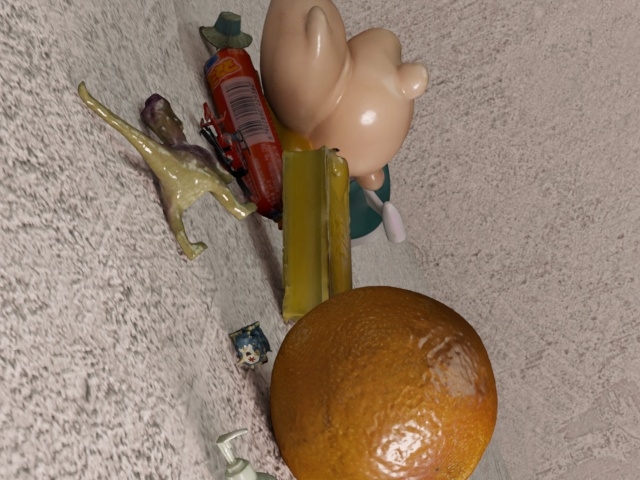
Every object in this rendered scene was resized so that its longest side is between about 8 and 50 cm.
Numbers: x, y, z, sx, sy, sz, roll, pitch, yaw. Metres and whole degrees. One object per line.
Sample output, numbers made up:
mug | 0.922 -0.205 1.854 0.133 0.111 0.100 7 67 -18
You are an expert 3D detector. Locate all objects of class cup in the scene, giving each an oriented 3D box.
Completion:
cup | 0.042 -0.082 2.342 0.299 0.167 0.173 40 -20 41

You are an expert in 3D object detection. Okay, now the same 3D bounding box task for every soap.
soap | -0.002 0.000 1.891 0.135 0.076 0.233 36 54 -72

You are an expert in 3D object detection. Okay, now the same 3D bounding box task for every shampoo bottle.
shampoo bottle | -0.047 0.251 1.272 0.195 0.056 0.056 61 10 -23

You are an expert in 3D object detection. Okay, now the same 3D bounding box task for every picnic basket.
picnic basket | -0.145 -0.307 2.149 0.065 0.083 0.083 -113 -148 -54

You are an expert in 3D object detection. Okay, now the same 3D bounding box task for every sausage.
sausage | -0.092 -0.137 1.962 0.074 0.074 0.274 46 22 -65

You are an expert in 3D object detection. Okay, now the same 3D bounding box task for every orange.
orange | 0.064 0.171 1.532 0.264 0.264 0.264 -24 90 -81

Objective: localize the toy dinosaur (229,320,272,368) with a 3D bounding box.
toy dinosaur | -0.074 0.116 1.543 0.083 0.030 0.047 -21 88 -80

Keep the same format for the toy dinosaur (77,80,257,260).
toy dinosaur | -0.164 -0.080 1.487 0.200 0.072 0.251 56 21 -1

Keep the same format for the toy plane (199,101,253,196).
toy plane | -0.125 -0.125 1.858 0.060 0.037 0.145 -88 158 -48

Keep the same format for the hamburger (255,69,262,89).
hamburger | -0.115 -0.237 2.160 0.083 0.044 0.076 60 18 -73

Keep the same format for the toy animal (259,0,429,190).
toy animal | 0.035 -0.245 2.099 0.277 0.246 0.345 -83 178 -50
